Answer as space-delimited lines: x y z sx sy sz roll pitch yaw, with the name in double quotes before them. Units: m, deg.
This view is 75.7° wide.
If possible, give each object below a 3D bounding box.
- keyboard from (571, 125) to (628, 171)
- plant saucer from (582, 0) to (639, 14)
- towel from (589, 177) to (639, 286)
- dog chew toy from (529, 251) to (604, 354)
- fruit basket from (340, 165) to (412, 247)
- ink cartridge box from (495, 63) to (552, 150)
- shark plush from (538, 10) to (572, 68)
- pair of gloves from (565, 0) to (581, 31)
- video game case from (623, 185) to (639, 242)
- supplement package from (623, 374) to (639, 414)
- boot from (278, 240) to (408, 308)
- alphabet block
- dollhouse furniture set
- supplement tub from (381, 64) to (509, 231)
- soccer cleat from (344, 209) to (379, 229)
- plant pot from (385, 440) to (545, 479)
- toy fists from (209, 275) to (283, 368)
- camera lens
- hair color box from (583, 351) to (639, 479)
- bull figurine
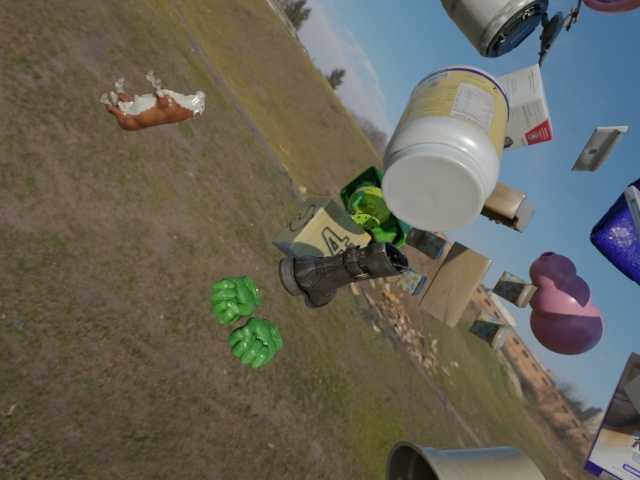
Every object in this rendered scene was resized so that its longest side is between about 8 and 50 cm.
"keyboard" 0.799 -0.259 1.192 0.256 0.072 0.014 45 57 -66
"plant saucer" 0.737 -0.661 0.891 0.084 0.333 0.332 12 29 -19
"towel" 0.836 0.018 0.997 0.308 0.228 0.076 42 -7 1
"dog chew toy" 0.759 0.191 1.306 0.207 0.206 0.332 -77 147 -74
"fruit basket" 0.209 -0.114 1.728 0.391 0.282 0.393 21 53 -30
"ink cartridge box" 0.540 -0.382 1.294 0.226 0.305 0.131 32 55 -48
"shark plush" 0.641 -0.570 1.170 0.161 0.073 0.067 102 7 -55
"pair of gloves" 0.762 -0.680 1.240 0.010 0.074 0.083 14 1 9
"video game case" 0.535 0.006 0.634 0.157 0.019 0.143 39 45 -10
"supplement package" 0.861 0.353 0.858 0.262 0.200 0.198 6 42 -11
"boot" 0.063 0.070 0.824 0.263 0.228 0.091 35 46 -65
"alphabet block" 0.000 0.000 1.271 0.193 0.197 0.192 42 -11 -22
"dollhouse furniture set" 0.402 0.042 1.138 0.362 0.395 0.256 33 10 33
"supplement tub" 0.277 -0.206 0.912 0.241 0.240 0.332 48 49 -27
"soccer cleat" 0.126 -0.082 1.490 0.178 0.060 0.072 9 25 0
"plant pot" 0.369 0.646 0.998 0.304 0.334 0.334 0 38 -18
"toy fists" -0.221 0.233 1.205 0.142 0.096 0.280 -20 80 -46
"camera lens" 0.508 -0.708 1.222 0.275 0.219 0.219 59 12 14
"hair color box" 0.849 0.487 1.069 0.185 0.339 0.110 23 -28 37
"bull figurine" -0.533 -0.440 1.330 0.188 0.309 0.101 66 10 -56
